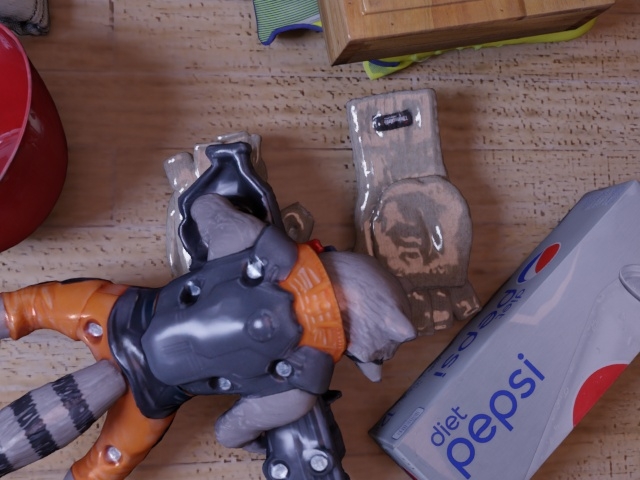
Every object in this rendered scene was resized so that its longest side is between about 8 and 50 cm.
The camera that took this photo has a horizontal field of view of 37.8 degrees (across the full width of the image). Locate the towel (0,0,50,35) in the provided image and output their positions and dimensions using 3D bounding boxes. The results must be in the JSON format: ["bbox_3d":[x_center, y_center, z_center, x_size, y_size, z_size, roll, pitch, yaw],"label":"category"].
[{"bbox_3d":[-0.314,-0.308,0.605,0.056,0.324,0.312,-12,86,29],"label":"towel"}]

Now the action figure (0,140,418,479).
[{"bbox_3d":[-0.079,0.117,0.636,0.330,0.178,0.341,-24,91,6],"label":"action figure"}]

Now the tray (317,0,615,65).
[{"bbox_3d":[0.071,-0.350,0.684,0.202,0.076,0.411,-10,87,-12],"label":"tray"}]

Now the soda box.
[{"bbox_3d":[0.174,0.087,0.743,0.098,0.091,0.286,46,79,-3],"label":"soda box"}]

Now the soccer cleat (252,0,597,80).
[{"bbox_3d":[0.084,-0.188,0.768,0.289,0.093,0.121,7,108,-12],"label":"soccer cleat"}]

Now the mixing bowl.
[{"bbox_3d":[-0.248,-0.057,0.662,0.181,0.098,0.182,-9,66,21],"label":"mixing bowl"}]

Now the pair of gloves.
[{"bbox_3d":[0.000,0.000,0.744,0.240,0.042,0.204,-17,93,-5],"label":"pair of gloves"}]
